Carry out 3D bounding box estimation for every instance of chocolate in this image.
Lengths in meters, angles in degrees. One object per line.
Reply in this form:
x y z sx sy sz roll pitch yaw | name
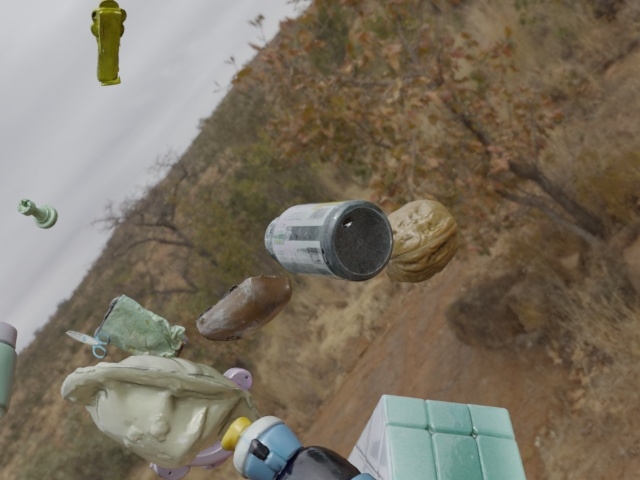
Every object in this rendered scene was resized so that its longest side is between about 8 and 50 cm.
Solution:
-0.170 0.174 1.600 0.161 0.083 0.261 3 -33 -45 | chocolate

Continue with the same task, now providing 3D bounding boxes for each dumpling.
-0.287 0.305 1.350 0.315 0.395 0.233 -40 33 41 | dumpling

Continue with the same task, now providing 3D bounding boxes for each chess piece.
-0.754 -0.075 1.839 0.067 0.067 0.103 -50 -24 -2 | chess piece

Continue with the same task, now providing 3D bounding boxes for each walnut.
0.202 0.000 1.410 0.184 0.155 0.155 -35 4 -22 | walnut

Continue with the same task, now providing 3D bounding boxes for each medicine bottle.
0.000 0.000 1.282 0.141 0.141 0.293 -53 23 -19 | medicine bottle
-0.830 0.323 1.713 0.139 0.139 0.225 -41 43 40 | medicine bottle

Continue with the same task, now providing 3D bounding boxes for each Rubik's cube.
0.251 0.572 1.545 0.322 0.315 0.319 -94 17 -45 | Rubik's cube

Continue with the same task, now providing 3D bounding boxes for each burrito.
-0.477 0.249 1.872 0.144 0.228 0.089 -59 9 6 | burrito

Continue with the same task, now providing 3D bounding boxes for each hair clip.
-0.426 -0.402 1.399 0.072 0.046 0.173 -16 -48 -31 | hair clip

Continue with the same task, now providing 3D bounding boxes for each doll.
-0.004 0.365 0.978 0.141 0.314 0.177 -54 -28 -14 | doll

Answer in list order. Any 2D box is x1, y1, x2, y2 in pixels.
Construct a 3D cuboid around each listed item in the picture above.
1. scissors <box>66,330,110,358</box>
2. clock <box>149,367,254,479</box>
-0.512 0.218 1.524 0.014 0.119 0.058 9 -84 -66 | scissors
-0.341 0.514 2.002 0.322 0.296 0.113 -9 0 -26 | clock
